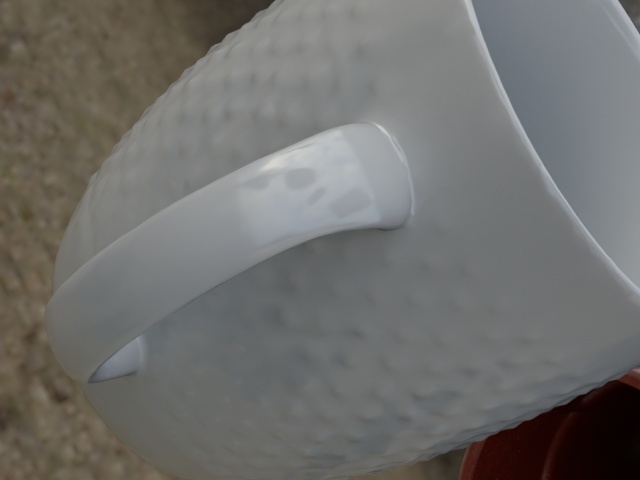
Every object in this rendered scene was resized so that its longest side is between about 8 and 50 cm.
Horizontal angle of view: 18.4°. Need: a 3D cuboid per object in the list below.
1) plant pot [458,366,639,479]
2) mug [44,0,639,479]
[{"bbox_3d":[0.276,0.194,1.315,0.265,0.272,0.272,-8,66,-39],"label":"plant pot"},{"bbox_3d":[0.000,0.000,1.084,0.374,0.328,0.276,-11,74,-63],"label":"mug"}]
